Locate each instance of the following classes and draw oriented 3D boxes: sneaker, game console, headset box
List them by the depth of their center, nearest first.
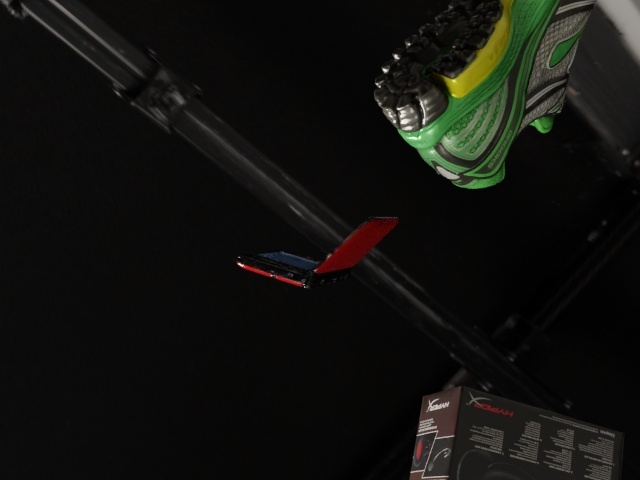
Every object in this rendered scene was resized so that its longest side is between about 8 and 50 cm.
[{"bbox_3d":[0.190,-0.194,0.852,0.343,0.134,0.146,-50,-57,-19],"label":"sneaker"},{"bbox_3d":[0.000,0.000,0.911,0.124,0.144,0.085,17,-84,16],"label":"game console"},{"bbox_3d":[0.207,0.336,0.985,0.218,0.110,0.293,17,-111,-14],"label":"headset box"}]
